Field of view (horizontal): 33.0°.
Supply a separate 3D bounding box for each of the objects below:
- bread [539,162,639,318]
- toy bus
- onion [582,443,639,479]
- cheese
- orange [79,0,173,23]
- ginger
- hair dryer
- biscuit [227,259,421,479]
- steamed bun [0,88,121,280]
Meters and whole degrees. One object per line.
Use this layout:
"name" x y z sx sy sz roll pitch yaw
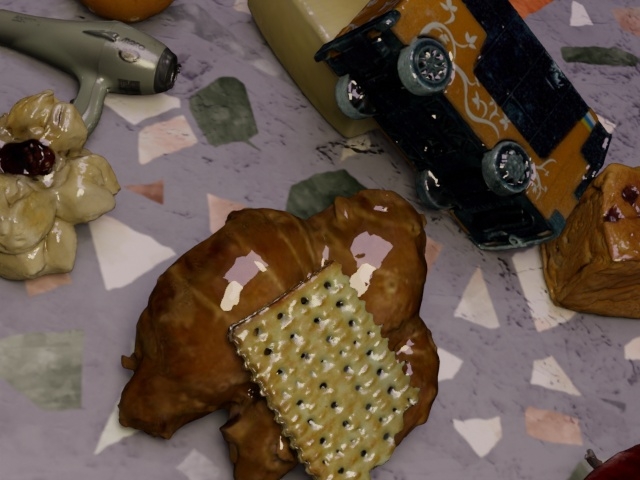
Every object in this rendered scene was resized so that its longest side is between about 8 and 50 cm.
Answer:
"bread" 0.359 0.006 1.292 0.143 0.158 0.149 9 52 -19
"toy bus" 0.173 -0.159 1.254 0.323 0.162 0.194 47 62 -18
"onion" 0.332 0.317 1.053 0.273 0.285 0.273 -2 95 -22
"cheese" 0.075 -0.281 1.413 0.265 0.124 0.242 -24 65 -31
"orange" -0.243 -0.343 1.347 0.156 0.124 0.156 1 67 -4
"ginger" -0.034 0.097 1.096 0.357 0.152 0.274 -10 89 -21
"hair dryer" -0.310 -0.188 1.258 0.219 0.088 0.225 34 67 14
"biscuit" 0.014 0.133 1.020 0.144 0.016 0.203 -34 98 -21
"steamed bun" -0.305 -0.057 1.115 0.177 0.106 0.192 -34 78 -21
